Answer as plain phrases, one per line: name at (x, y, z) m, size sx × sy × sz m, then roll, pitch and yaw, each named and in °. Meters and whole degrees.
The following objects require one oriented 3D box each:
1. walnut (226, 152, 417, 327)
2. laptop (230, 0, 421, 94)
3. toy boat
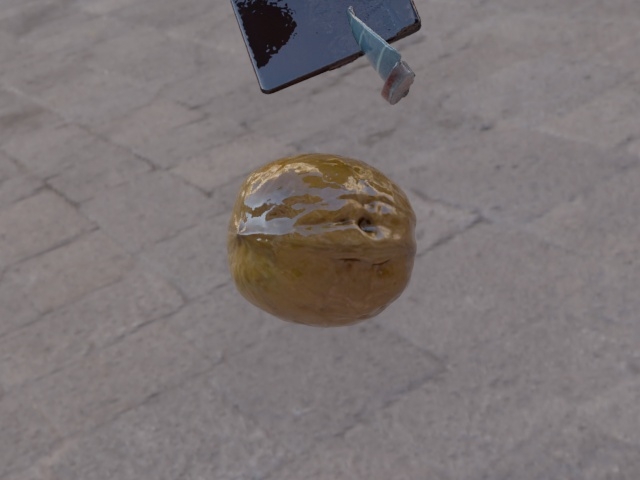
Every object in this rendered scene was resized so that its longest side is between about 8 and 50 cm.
walnut at (0.000, 0.000, 1.183) m, size 0.221 × 0.195 × 0.195 m, roll 8°, pitch 8°, yaw -36°
laptop at (0.005, -0.272, 1.271) m, size 0.207 × 0.154 × 0.026 m, roll -23°, pitch -18°, yaw 9°
toy boat at (0.057, -0.215, 1.173) m, size 0.034 × 0.122 × 0.096 m, roll -31°, pitch -10°, yaw -13°
